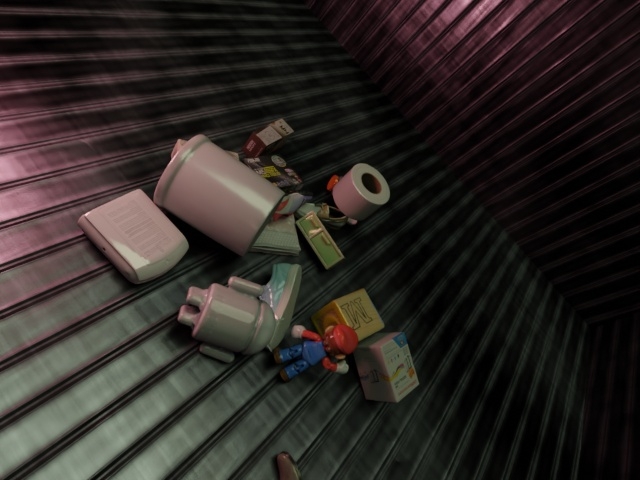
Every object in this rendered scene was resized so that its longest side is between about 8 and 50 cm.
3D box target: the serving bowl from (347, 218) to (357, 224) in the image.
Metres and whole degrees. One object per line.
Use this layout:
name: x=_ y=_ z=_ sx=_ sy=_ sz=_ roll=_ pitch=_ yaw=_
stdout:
serving bowl: x=0.158 y=-0.116 z=2.253 sx=0.083 sy=0.027 sz=0.083 roll=21 pitch=49 yaw=-25

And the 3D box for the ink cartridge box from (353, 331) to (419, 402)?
ink cartridge box: x=0.270 y=0.521 z=1.730 sx=0.171 sy=0.168 sz=0.232 roll=-16 pitch=90 yaw=-43

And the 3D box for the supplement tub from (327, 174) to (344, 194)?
supplement tub: x=0.138 y=-0.275 z=2.289 sx=0.190 sy=0.117 sz=0.117 roll=27 pitch=46 yaw=-20

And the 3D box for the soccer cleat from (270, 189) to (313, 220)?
soccer cleat: x=-0.142 y=-0.171 z=1.942 sx=0.318 sy=0.109 sz=0.116 roll=-22 pitch=117 yaw=-57

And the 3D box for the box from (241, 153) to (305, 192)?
box: x=-0.231 y=-0.317 z=2.026 sx=0.216 sy=0.060 sz=0.270 roll=49 pitch=36 yaw=14

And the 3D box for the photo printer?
photo printer: x=-0.641 y=-0.009 z=1.475 sx=0.307 sy=0.107 sz=0.256 roll=47 pitch=43 yaw=-2

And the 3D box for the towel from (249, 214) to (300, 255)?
towel: x=-0.255 y=-0.087 z=1.884 sx=0.332 sy=0.053 sz=0.317 roll=7 pitch=56 yaw=-36

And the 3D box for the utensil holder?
utensil holder: x=-0.378 y=-0.162 z=1.610 sx=0.385 sy=0.327 sz=0.327 roll=34 pitch=44 yaw=-5

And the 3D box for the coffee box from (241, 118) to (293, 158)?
coffee box: x=-0.266 y=-0.510 z=2.120 sx=0.098 sy=0.141 sz=0.246 roll=47 pitch=42 yaw=-1

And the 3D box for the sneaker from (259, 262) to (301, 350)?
sneaker: x=-0.187 y=0.254 z=1.663 sx=0.150 sy=0.135 sz=0.366 roll=8 pitch=56 yaw=15

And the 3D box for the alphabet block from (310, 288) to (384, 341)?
alphabet block: x=0.114 y=0.345 z=1.764 sx=0.197 sy=0.192 sz=0.193 roll=-14 pitch=68 yaw=-45

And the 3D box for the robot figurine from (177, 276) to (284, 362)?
robot figurine: x=-0.308 y=0.277 z=1.453 sx=0.353 sy=0.300 sz=0.200 roll=23 pitch=5 yaw=-17

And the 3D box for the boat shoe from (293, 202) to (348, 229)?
boat shoe: x=0.004 y=-0.142 z=2.093 sx=0.302 sy=0.103 sz=0.113 roll=12 pitch=53 yaw=-32

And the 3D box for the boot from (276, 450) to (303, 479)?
boot: x=-0.130 y=0.812 z=1.308 sx=0.161 sy=0.083 sz=0.246 roll=-6 pitch=62 yaw=-35

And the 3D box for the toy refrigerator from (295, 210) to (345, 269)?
toy refrigerator: x=0.000 y=0.000 z=1.962 sx=0.269 sy=0.102 sz=0.094 roll=57 pitch=3 yaw=10

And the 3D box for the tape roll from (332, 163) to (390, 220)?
tape roll: x=0.208 y=-0.246 z=2.122 sx=0.246 sy=0.169 sz=0.246 roll=18 pitch=54 yaw=-27

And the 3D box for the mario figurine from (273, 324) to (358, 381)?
mario figurine: x=-0.009 y=0.421 z=1.589 sx=0.320 sy=0.198 sz=0.170 roll=-20 pitch=28 yaw=-6

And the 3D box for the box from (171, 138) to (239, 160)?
box: x=-0.502 y=-0.347 z=1.834 sx=0.275 sy=0.113 sz=0.094 roll=8 pitch=54 yaw=-37
